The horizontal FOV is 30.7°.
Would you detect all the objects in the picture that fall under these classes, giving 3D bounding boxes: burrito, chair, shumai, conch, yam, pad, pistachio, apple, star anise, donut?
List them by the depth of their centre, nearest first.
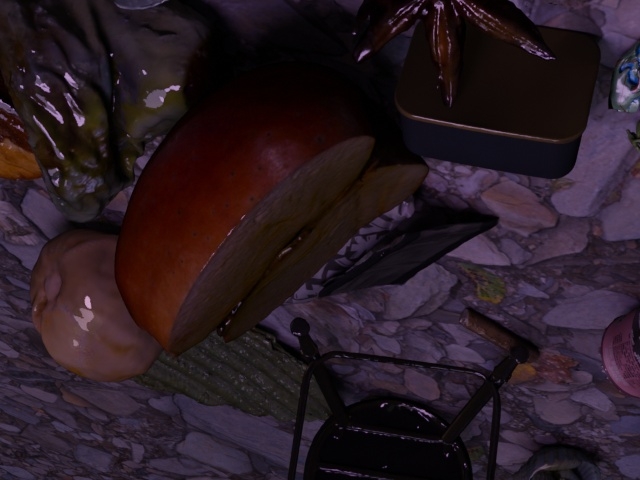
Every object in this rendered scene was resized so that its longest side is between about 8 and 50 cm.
[{"bbox_3d":[0.124,-0.267,1.149,0.272,0.102,0.272,8,122,12],"label":"star anise"},{"bbox_3d":[0.357,-0.174,1.205,0.104,0.054,0.288,12,149,11],"label":"burrito"},{"bbox_3d":[-0.058,-0.025,1.308,0.329,0.295,0.365,32,113,-30],"label":"apple"},{"bbox_3d":[-0.242,-0.208,1.400,0.263,0.304,0.309,-17,148,-7],"label":"shumai"},{"bbox_3d":[0.114,0.023,1.599,0.174,0.022,0.233,-9,163,-34],"label":"pad"},{"bbox_3d":[-0.429,-0.165,1.622,0.141,0.085,0.217,23,150,-7],"label":"donut"},{"bbox_3d":[0.000,0.000,1.641,0.139,0.101,0.445,15,149,-16],"label":"burrito"},{"bbox_3d":[0.277,0.149,1.800,0.145,0.032,0.032,30,148,-21],"label":"yam"},{"bbox_3d":[-0.357,0.102,1.904,0.230,0.230,0.309,6,151,21],"label":"pistachio"},{"bbox_3d":[0.119,0.369,1.908,0.365,0.362,0.410,6,162,4],"label":"chair"},{"bbox_3d":[0.419,0.418,2.090,0.153,0.102,0.135,-16,135,-6],"label":"conch"}]

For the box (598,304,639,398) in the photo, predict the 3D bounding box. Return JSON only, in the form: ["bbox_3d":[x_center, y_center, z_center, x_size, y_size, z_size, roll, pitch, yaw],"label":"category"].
[{"bbox_3d":[0.464,0.147,1.584,0.151,0.151,0.135,25,157,-11],"label":"box"}]

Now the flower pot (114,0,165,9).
[{"bbox_3d":[-0.155,-0.319,1.202,0.229,0.103,0.108,-6,141,36],"label":"flower pot"}]

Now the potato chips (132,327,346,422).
[{"bbox_3d":[-0.166,0.242,2.156,0.429,0.070,0.358,36,142,-29],"label":"potato chips"}]

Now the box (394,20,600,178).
[{"bbox_3d":[0.189,-0.152,1.249,0.201,0.144,0.090,10,153,12],"label":"box"}]
